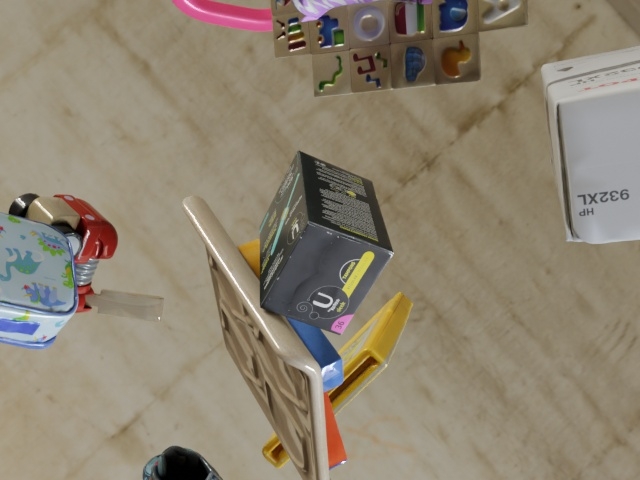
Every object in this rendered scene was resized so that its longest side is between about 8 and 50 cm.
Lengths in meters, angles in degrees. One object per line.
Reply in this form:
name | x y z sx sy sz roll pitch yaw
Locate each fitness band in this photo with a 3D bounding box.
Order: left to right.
fitness band | -0.141 -0.483 1.378 0.209 0.291 0.054 123 -38 -46

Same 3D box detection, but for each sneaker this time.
sneaker | -0.188 0.335 1.073 0.262 0.104 0.125 6 -62 57

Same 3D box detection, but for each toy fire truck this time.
toy fire truck | -0.370 0.052 1.209 0.158 0.217 0.246 37 19 28

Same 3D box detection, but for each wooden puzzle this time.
wooden puzzle | -0.055 0.141 0.976 0.322 0.081 0.347 51 -21 42

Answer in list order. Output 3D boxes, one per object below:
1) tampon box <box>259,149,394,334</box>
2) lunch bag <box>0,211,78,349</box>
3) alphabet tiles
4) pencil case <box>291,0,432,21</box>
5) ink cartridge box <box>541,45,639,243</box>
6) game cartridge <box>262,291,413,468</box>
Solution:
tampon box | 0.000 0.000 0.845 0.102 0.120 0.161 20 29 -17
lunch bag | -0.425 0.044 0.956 0.219 0.090 0.176 18 34 -39
alphabet tiles | 0.084 -0.332 0.945 0.011 0.343 0.285 -18 106 -60
pencil case | 0.048 -0.305 0.867 0.206 0.086 0.088 13 -59 50
ink cartridge box | 0.335 -0.114 0.726 0.307 0.223 0.129 -54 134 -67
game cartridge | 0.040 0.238 1.376 0.053 0.285 0.323 43 19 0
